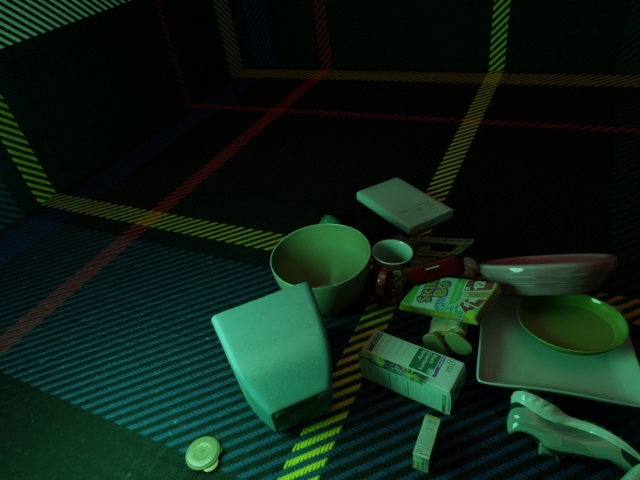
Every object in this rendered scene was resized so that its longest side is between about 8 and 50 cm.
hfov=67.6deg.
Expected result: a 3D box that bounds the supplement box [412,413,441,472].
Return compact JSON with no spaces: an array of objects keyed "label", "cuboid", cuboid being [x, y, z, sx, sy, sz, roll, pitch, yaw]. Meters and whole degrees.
[{"label":"supplement box","cuboid":[0.229,0.434,1.026,0.036,0.062,0.098,12,43,24]}]

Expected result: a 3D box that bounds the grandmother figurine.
[{"label":"grandmother figurine","cuboid":[0.370,0.166,1.317,0.208,0.104,0.342,-4,33,32]}]

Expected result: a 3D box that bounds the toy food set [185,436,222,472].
[{"label":"toy food set","cuboid":[-0.268,0.489,1.101,0.083,0.020,0.082,-2,38,11]}]

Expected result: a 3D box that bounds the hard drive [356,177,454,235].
[{"label":"hard drive","cuboid":[0.303,-0.132,1.751,0.203,0.040,0.307,-22,38,-24]}]

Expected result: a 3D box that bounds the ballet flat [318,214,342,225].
[{"label":"ballet flat","cuboid":[0.000,0.000,1.632,0.087,0.083,0.247,25,50,19]}]

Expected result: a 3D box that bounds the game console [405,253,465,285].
[{"label":"game console","cuboid":[0.311,0.061,1.302,0.144,0.124,0.085,-19,49,21]}]

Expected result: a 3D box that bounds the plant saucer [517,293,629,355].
[{"label":"plant saucer","cuboid":[0.604,0.202,1.160,0.241,0.037,0.241,-4,28,2]}]

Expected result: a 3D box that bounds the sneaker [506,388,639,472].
[{"label":"sneaker","cuboid":[0.516,0.413,0.979,0.271,0.100,0.108,21,72,29]}]

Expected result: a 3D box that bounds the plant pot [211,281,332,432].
[{"label":"plant pot","cuboid":[-0.088,0.297,1.141,0.247,0.248,0.252,-19,54,-13]}]

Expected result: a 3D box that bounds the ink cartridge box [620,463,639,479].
[{"label":"ink cartridge box","cuboid":[0.651,0.499,0.801,0.239,0.060,0.275,-27,54,-22]}]

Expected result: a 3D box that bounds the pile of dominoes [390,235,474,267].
[{"label":"pile of dominoes","cuboid":[0.318,0.023,1.489,0.196,0.040,0.251,-33,23,-36]}]

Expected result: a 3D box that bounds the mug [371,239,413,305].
[{"label":"mug","cuboid":[0.187,0.104,1.366,0.150,0.169,0.113,-26,44,-29]}]

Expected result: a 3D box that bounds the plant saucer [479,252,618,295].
[{"label":"plant saucer","cuboid":[0.596,0.088,1.268,0.332,0.084,0.332,-5,1,0]}]

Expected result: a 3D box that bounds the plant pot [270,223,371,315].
[{"label":"plant pot","cuboid":[0.013,0.110,1.390,0.284,0.191,0.284,-7,37,5]}]

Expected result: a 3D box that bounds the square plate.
[{"label":"square plate","cuboid":[0.561,0.256,1.159,0.344,0.049,0.347,5,31,18]}]

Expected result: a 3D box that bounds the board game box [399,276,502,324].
[{"label":"board game box","cuboid":[0.326,0.148,1.250,0.124,0.039,0.259,-44,24,-28]}]

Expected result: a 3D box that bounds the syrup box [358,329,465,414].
[{"label":"syrup box","cuboid":[0.219,0.314,1.157,0.237,0.096,0.093,16,44,31]}]
